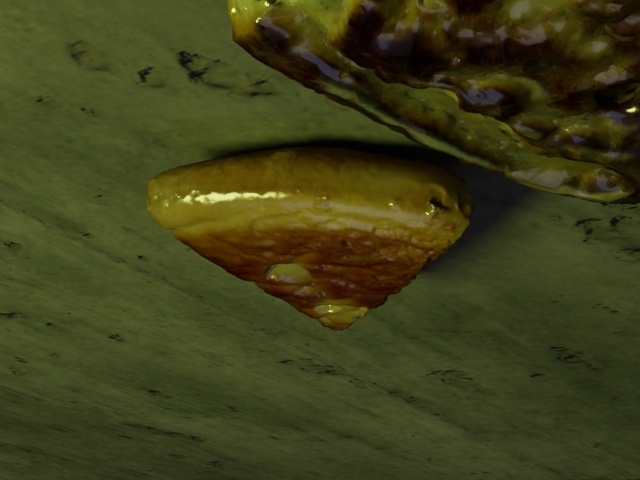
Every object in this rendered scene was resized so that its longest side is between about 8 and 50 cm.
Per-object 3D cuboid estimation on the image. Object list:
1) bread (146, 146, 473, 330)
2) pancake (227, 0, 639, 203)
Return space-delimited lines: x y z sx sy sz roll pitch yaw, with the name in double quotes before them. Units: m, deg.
"bread" -0.017 -0.010 0.562 0.136 0.054 0.154 13 151 -13
"pancake" 0.084 -0.075 0.371 0.212 0.056 0.257 -10 144 23
